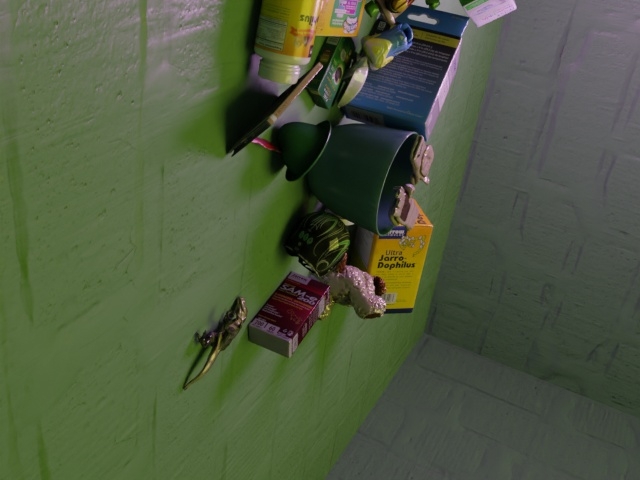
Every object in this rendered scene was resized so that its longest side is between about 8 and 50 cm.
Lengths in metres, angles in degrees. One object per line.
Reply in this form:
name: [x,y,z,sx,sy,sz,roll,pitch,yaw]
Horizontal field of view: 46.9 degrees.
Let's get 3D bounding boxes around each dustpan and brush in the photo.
dustpan and brush: [0.088,-0.431,1.887,0.211,0.060,0.147,-1,-108,65]

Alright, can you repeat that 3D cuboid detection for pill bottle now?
pill bottle: [-0.066,-0.428,1.476,0.117,0.117,0.214,-31,138,-61]

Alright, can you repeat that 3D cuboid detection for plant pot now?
plant pot: [0.107,-0.185,2.006,0.293,0.235,0.293,-52,154,-40]

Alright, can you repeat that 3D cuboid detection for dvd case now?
dvd case: [-0.095,-0.275,1.550,0.165,0.018,0.221,-27,-157,50]

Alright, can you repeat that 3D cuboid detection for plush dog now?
plush dog: [0.085,0.145,2.344,0.225,0.263,0.210,9,77,-76]

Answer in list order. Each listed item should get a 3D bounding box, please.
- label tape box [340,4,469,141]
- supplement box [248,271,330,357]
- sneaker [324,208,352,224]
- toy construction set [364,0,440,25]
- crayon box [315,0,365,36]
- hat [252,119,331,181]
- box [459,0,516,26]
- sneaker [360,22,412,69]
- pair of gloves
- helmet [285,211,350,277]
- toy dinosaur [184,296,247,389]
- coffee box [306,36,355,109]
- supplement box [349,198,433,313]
label tape box: [0.239,-0.474,2.041,0.347,0.249,0.115,-66,161,-16]
supplement box: [-0.082,0.201,2.041,0.239,0.130,0.073,-52,154,-43]
sneaker: [0.083,-0.153,2.197,0.282,0.102,0.161,-55,155,-62]
toy construction set: [0.188,-0.641,1.855,0.237,0.257,0.309,-44,161,0]
crayon box: [0.016,-0.542,1.637,0.278,0.081,0.165,-29,136,-62]
hat: [-0.094,-0.253,1.721,0.173,0.184,0.208,-61,-158,-5]
box: [0.410,-0.737,1.968,0.231,0.127,0.261,-7,76,-69]
sneaker: [0.174,-0.492,1.870,0.240,0.126,0.091,-90,156,-72]
pair of gloves: [0.243,-0.150,1.990,0.204,0.042,0.240,21,88,-67]
helmet: [0.000,0.000,2.016,0.161,0.169,0.169,-48,156,-10]
toy dinosaur: [-0.242,0.231,1.757,0.268,0.064,0.118,-54,162,-29]
coffee box: [0.026,-0.432,1.835,0.184,0.041,0.113,-68,161,-7]
supplement box: [0.228,0.054,2.518,0.194,0.195,0.356,-114,-152,-55]
